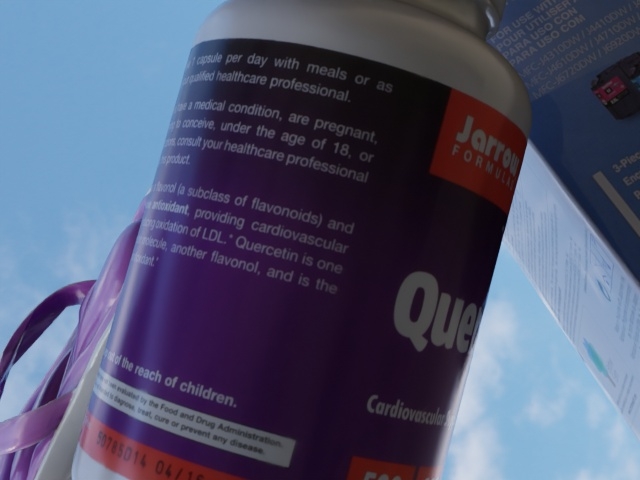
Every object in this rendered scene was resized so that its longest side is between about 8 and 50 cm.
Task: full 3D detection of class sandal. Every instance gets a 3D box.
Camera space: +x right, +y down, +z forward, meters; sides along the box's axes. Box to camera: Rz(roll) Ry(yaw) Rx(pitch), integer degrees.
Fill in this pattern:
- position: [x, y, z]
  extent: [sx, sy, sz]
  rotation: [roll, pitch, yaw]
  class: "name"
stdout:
- position: [-0.226, 0.108, 0.761]
  extent: [0.102, 0.169, 0.416]
  rotation: [26, -66, -20]
  class: "sandal"

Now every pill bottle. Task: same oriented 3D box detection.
- position: [0.000, 0.000, 0.477]
  extent: [0.181, 0.181, 0.323]
  rotation: [18, -95, -35]
  class: "pill bottle"

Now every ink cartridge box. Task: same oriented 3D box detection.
- position: [0.189, -0.073, 0.658]
  extent: [0.151, 0.395, 0.270]
  rotation: [-31, -27, -1]
  class: "ink cartridge box"
